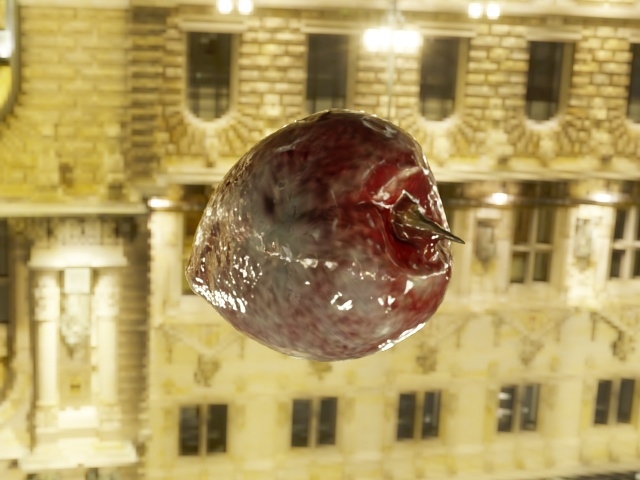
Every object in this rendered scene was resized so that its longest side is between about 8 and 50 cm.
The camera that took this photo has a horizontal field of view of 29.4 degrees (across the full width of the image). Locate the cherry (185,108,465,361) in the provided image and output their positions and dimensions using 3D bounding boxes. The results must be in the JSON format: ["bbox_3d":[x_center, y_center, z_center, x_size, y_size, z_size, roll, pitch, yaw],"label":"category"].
[{"bbox_3d":[0.000,0.000,1.148,0.300,0.230,0.203,-14,175,32],"label":"cherry"}]
